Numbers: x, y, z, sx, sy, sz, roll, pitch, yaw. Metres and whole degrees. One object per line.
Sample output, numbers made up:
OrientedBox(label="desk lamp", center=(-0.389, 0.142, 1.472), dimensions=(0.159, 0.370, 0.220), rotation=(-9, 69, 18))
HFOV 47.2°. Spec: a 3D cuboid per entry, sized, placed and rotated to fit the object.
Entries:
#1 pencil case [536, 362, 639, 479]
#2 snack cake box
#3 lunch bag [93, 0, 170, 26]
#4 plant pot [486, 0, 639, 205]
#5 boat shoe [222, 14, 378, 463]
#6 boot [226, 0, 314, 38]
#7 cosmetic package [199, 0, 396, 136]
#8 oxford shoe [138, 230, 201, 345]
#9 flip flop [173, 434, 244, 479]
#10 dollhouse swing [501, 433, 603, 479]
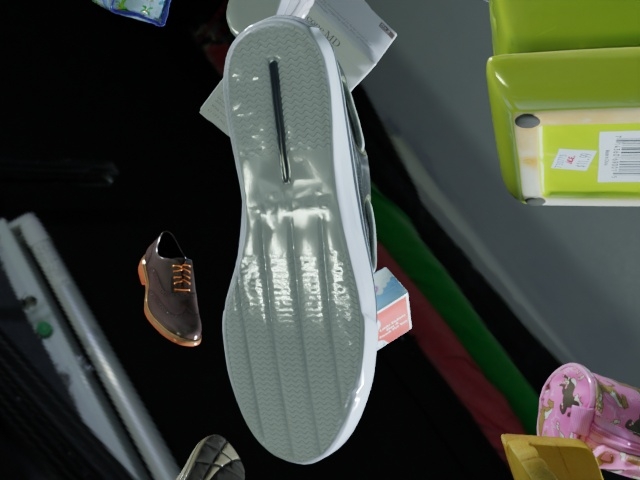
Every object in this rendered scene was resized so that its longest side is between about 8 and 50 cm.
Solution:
OrientedBox(label="pencil case", center=(0.524, 0.308, 1.121), dimensions=(0.386, 0.167, 0.160), rotation=(18, -127, -9))
OrientedBox(label="snack cake box", center=(0.062, 0.189, 1.570), dimensions=(0.089, 0.264, 0.152), rotation=(51, 164, 37))
OrientedBox(label="lunch bag", center=(-0.246, -0.383, 1.000), dimensions=(0.096, 0.151, 0.129), rotation=(6, -161, -34))
OrientedBox(label="plant pot", center=(0.244, -0.150, 0.582), dimensions=(0.228, 0.227, 0.207), rotation=(54, -138, -62))
OrientedBox(label="boat shoe", center=(0.000, 0.000, 0.573), dimensions=(0.119, 0.121, 0.335), rotation=(-16, -73, -66))
OrientedBox(label="boot", center=(-0.032, -0.377, 0.956), dimensions=(0.095, 0.258, 0.123), rotation=(36, -159, 4))
OrientedBox(label="cosmetic package", center=(-0.052, -0.343, 1.500), dimensions=(0.217, 0.385, 0.156), rotation=(39, -135, -8))
OrientedBox(label="oxford shoe", center=(-0.283, 0.088, 1.399), dimensions=(0.097, 0.098, 0.271), rotation=(7, -146, -37))
OrientedBox(label="flip flop", center=(-0.209, 0.422, 1.183), dimensions=(0.112, 0.080, 0.277), rotation=(54, -150, -14))
OrientedBox(label="dollhouse swing", center=(0.431, 0.367, 0.843), dimensions=(0.347, 0.305, 0.315), rotation=(-76, -33, -84))
